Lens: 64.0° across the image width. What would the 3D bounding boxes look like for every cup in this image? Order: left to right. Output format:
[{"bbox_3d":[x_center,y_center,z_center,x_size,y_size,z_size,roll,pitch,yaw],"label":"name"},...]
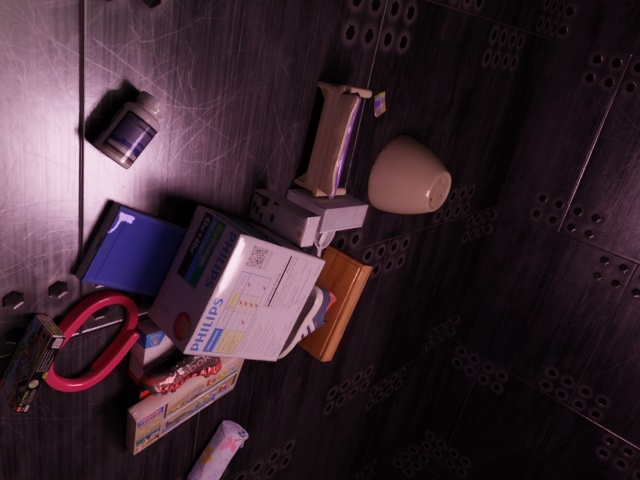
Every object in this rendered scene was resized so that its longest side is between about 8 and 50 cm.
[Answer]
[{"bbox_3d":[0.387,-0.239,2.092,0.331,0.237,0.330,-30,135,-36],"label":"cup"}]

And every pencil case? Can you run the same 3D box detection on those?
[{"bbox_3d":[-0.395,0.833,1.974,0.273,0.114,0.124,-56,136,-6],"label":"pencil case"}]

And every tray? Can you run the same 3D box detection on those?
[{"bbox_3d":[0.028,0.242,2.009,0.076,0.203,0.410,10,106,-54],"label":"tray"}]

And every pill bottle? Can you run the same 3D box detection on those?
[{"bbox_3d":[-0.429,-0.255,1.171,0.169,0.094,0.094,-55,145,-7],"label":"pill bottle"}]

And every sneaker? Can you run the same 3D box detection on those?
[{"bbox_3d":[-0.405,0.356,1.500,0.276,0.098,0.135,-12,118,-49],"label":"sneaker"},{"bbox_3d":[-0.064,0.318,1.928,0.148,0.131,0.350,13,123,-46],"label":"sneaker"}]

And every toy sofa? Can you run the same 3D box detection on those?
[{"bbox_3d":[0.059,-0.322,1.670,0.150,0.177,0.362,-9,120,-48],"label":"toy sofa"}]

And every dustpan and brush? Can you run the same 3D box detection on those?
[{"bbox_3d":[0.000,0.000,1.925,0.147,0.060,0.211,11,105,-54],"label":"dustpan and brush"}]

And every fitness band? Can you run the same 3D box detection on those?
[{"bbox_3d":[-0.607,0.265,1.361,0.290,0.054,0.209,-53,142,-13],"label":"fitness band"}]

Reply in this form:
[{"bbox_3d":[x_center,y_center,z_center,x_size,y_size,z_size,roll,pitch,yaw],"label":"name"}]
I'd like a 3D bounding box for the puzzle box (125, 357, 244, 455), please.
[{"bbox_3d":[-0.435,0.512,1.674,0.409,0.052,0.272,-28,153,-38],"label":"puzzle box"}]

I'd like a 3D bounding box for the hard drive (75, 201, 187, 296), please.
[{"bbox_3d":[-0.465,0.043,1.386,0.319,0.040,0.210,27,92,-55],"label":"hard drive"}]

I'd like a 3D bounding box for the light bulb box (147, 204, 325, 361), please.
[{"bbox_3d":[-0.236,0.135,1.484,0.361,0.225,0.357,21,96,-49],"label":"light bulb box"}]

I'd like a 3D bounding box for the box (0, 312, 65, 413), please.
[{"bbox_3d":[-0.689,0.290,1.216,0.036,0.114,0.206,24,94,-55],"label":"box"}]

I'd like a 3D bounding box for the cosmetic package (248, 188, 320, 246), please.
[{"bbox_3d":[-0.115,-0.073,1.571,0.061,0.239,0.098,-11,122,-49],"label":"cosmetic package"}]

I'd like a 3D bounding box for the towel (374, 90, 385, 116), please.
[{"bbox_3d":[0.221,-0.503,1.890,0.060,0.009,0.083,-37,139,-29],"label":"towel"}]

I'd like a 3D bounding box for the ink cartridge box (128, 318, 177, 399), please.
[{"bbox_3d":[-0.492,0.345,1.533,0.134,0.078,0.230,-12,123,-49],"label":"ink cartridge box"}]

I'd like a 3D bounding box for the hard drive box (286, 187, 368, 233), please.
[{"bbox_3d":[0.020,-0.112,1.767,0.232,0.181,0.089,-9,122,-48],"label":"hard drive box"}]
